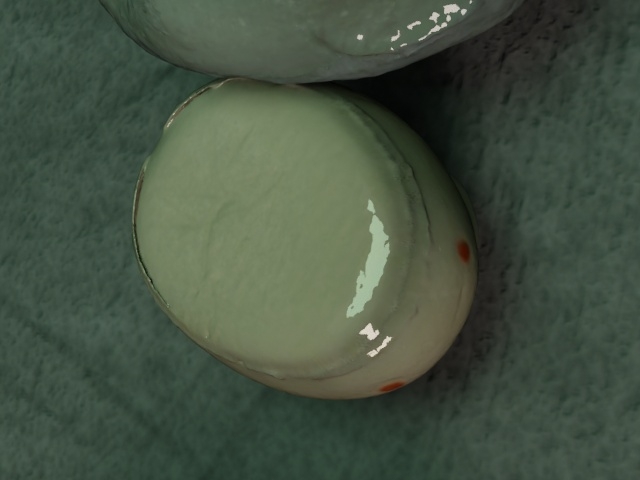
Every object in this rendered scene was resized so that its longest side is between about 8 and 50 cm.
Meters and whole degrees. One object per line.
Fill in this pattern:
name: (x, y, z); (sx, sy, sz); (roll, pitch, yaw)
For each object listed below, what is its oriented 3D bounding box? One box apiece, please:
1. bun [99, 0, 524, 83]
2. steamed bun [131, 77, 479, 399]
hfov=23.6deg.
bun: (0.003, -0.249, 0.892); (0.354, 0.194, 0.354); (-12, 47, 13)
steamed bun: (0.000, 0.000, 0.909); (0.228, 0.131, 0.177); (32, 96, 36)
